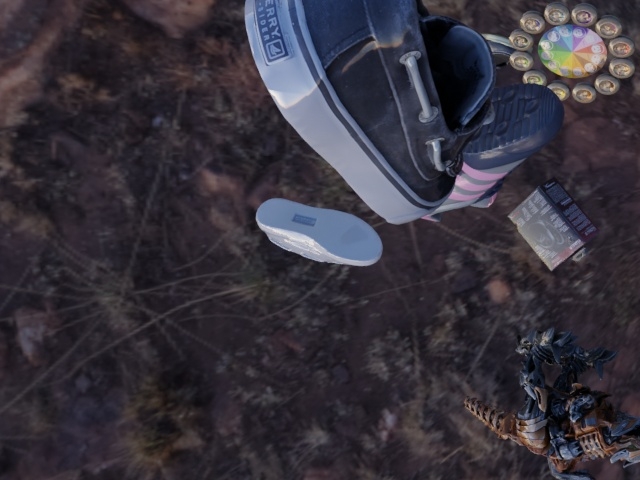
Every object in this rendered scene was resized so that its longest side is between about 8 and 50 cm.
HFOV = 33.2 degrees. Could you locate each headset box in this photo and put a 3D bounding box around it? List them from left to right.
[{"bbox_3d":[0.243,-0.014,1.108,0.083,0.032,0.062,51,142,11],"label":"headset box"}]

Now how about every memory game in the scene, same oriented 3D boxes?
[{"bbox_3d":[0.363,-0.268,1.553,0.186,0.012,0.186,14,143,11],"label":"memory game"}]

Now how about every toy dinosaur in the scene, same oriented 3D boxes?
[{"bbox_3d":[0.357,0.256,1.648,0.322,0.164,0.218,5,76,25],"label":"toy dinosaur"}]

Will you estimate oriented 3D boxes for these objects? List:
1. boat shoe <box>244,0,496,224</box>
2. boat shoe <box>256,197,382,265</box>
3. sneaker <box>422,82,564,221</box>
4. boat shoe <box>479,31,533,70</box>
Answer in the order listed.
[{"bbox_3d":[0.058,-0.088,0.649,0.102,0.301,0.108,-16,72,16],"label":"boat shoe"},{"bbox_3d":[0.000,0.000,1.410,0.184,0.063,0.066,13,61,22],"label":"boat shoe"},{"bbox_3d":[0.211,-0.106,1.395,0.319,0.131,0.112,-17,44,52],"label":"sneaker"},{"bbox_3d":[0.271,-0.306,1.795,0.223,0.080,0.073,23,99,60],"label":"boat shoe"}]
